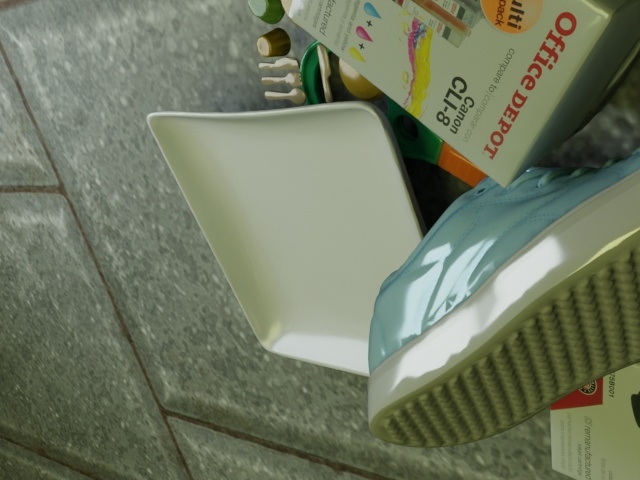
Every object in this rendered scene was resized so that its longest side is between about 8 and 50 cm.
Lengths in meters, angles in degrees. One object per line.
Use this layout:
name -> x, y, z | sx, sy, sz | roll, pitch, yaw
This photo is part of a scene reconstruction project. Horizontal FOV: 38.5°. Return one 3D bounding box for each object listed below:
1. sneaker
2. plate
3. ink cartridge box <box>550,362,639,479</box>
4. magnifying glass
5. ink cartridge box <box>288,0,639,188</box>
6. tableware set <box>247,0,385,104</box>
sneaker -> 0.139, -0.003, 0.541 | 0.366, 0.135, 0.150 | -38, 45, 42
plate -> 0.000, 0.000, 0.785 | 0.278, 0.045, 0.277 | 6, 128, 45
ink cartridge box -> 0.247, 0.120, 0.608 | 0.175, 0.072, 0.127 | 17, 128, 40
magnifying glass -> 0.076, -0.081, 0.684 | 0.231, 0.026, 0.092 | 37, 139, 24
ink cartridge box -> 0.097, -0.146, 0.523 | 0.176, 0.127, 0.128 | 41, 140, 16
tableware set -> 0.006, -0.153, 0.671 | 0.154, 0.024, 0.104 | 8, 116, 44
